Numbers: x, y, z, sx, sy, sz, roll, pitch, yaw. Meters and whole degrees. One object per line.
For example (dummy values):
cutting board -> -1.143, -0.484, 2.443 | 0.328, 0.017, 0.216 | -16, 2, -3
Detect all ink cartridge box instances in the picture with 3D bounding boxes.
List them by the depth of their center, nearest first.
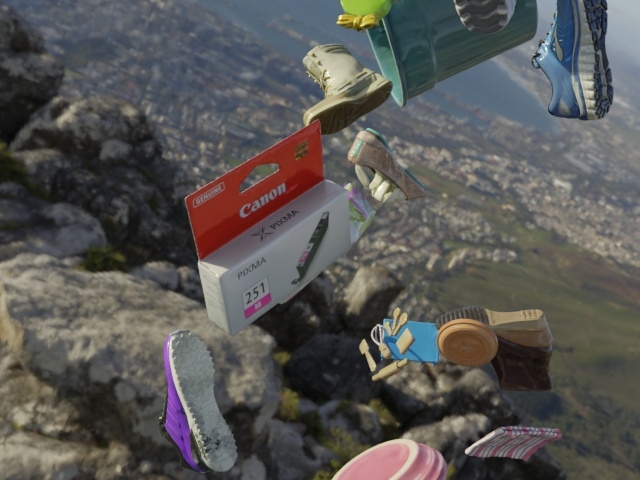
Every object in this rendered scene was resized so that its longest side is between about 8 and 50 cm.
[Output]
ink cartridge box -> -0.067, -0.021, 1.266 | 0.060, 0.238, 0.275 | 30, 51, 34

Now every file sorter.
file sorter -> 0.271, 0.314, 2.502 | 0.170, 0.118, 0.104 | 5, -19, 4

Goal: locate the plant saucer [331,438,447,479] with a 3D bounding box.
plant saucer -> 0.142, 0.586, 1.997 | 0.084, 0.332, 0.332 | 61, 22, -7

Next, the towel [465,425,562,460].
towel -> 0.468, 0.492, 2.001 | 0.197, 0.144, 0.029 | 9, 50, -28

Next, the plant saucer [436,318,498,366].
plant saucer -> 0.200, 0.143, 1.131 | 0.084, 0.083, 0.013 | 25, 38, -3

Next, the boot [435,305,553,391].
boot -> 0.387, 0.251, 1.825 | 0.249, 0.206, 0.090 | -3, 29, 17

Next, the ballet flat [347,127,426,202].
ballet flat -> 0.153, -0.156, 2.008 | 0.108, 0.106, 0.316 | 29, -7, 41

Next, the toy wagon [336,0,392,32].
toy wagon -> 0.089, -0.490, 1.373 | 0.267, 0.344, 0.068 | 5, -16, 18

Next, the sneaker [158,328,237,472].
sneaker -> -0.280, 0.331, 1.664 | 0.102, 0.146, 0.293 | -10, 82, -52

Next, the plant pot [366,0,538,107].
plant pot -> 0.281, -0.514, 1.843 | 0.334, 0.341, 0.341 | -20, 28, 2

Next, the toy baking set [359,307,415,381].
toy baking set -> 0.194, 0.305, 2.362 | 0.030, 0.256, 0.196 | 23, 48, -23

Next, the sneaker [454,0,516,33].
sneaker -> 0.210, -0.432, 1.129 | 0.105, 0.281, 0.115 | 2, 32, 29

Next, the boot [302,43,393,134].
boot -> 0.015, -0.301, 1.616 | 0.213, 0.077, 0.165 | -32, 64, -29

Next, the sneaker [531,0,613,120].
sneaker -> 0.479, -0.397, 1.626 | 0.147, 0.329, 0.130 | 0, 9, 38

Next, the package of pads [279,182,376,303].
package of pads -> 0.000, 0.000, 1.814 | 0.101, 0.229, 0.296 | 47, 22, -3
